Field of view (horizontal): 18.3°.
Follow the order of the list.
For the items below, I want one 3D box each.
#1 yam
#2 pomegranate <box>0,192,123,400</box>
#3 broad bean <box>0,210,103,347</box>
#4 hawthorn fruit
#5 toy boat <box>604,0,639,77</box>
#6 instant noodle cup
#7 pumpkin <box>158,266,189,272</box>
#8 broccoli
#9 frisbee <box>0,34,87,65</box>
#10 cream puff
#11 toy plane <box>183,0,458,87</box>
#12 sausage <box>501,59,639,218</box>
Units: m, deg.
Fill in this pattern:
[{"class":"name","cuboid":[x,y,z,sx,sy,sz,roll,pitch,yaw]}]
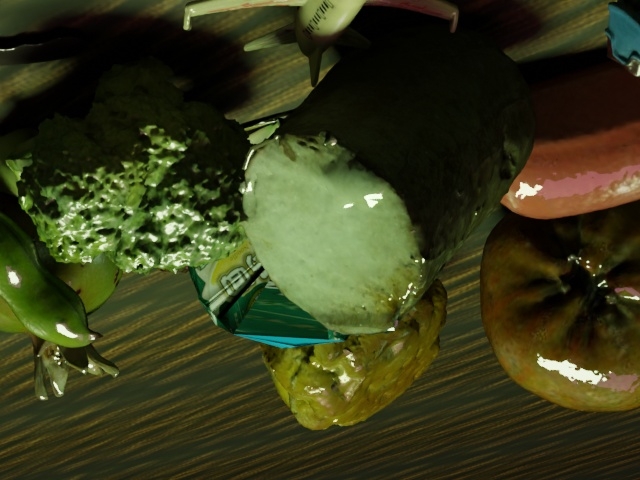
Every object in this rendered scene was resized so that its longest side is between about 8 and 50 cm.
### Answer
[{"class":"yam","cuboid":[0.060,-0.066,1.730,0.195,0.195,0.300,-21,-164,34]},{"class":"pomegranate","cuboid":[-0.276,0.044,1.989,0.181,0.224,0.181,-18,167,-4]},{"class":"broad bean","cuboid":[-0.334,-0.004,1.874,0.318,0.056,0.098,36,132,-3]},{"class":"hawthorn fruit","cuboid":[0.314,0.069,2.251,0.268,0.267,0.301,-11,163,11]},{"class":"toy boat","cuboid":[0.350,-0.192,1.770,0.223,0.100,0.097,0,125,-36]},{"class":"instant noodle cup","cuboid":[0.000,0.000,1.994,0.240,0.240,0.178,-14,167,19]},{"class":"pumpkin","cuboid":[-0.133,0.014,2.215,0.083,0.054,0.074,-4,166,-24]},{"class":"broccoli","cuboid":[-0.170,-0.085,1.809,0.254,0.186,0.302,-4,-156,-21]},{"class":"frisbee","cuboid":[-0.330,-0.153,1.725,0.211,0.012,0.187,5,158,-33]},{"class":"cream puff","cuboid":[0.035,0.110,2.335,0.244,0.196,0.244,-16,123,-26]},{"class":"toy plane","cuboid":[0.008,-0.202,1.591,0.229,0.092,0.244,-1,159,-11]},{"class":"sausage","cuboid":[0.265,-0.097,1.914,0.254,0.148,0.148,-9,161,3]}]
